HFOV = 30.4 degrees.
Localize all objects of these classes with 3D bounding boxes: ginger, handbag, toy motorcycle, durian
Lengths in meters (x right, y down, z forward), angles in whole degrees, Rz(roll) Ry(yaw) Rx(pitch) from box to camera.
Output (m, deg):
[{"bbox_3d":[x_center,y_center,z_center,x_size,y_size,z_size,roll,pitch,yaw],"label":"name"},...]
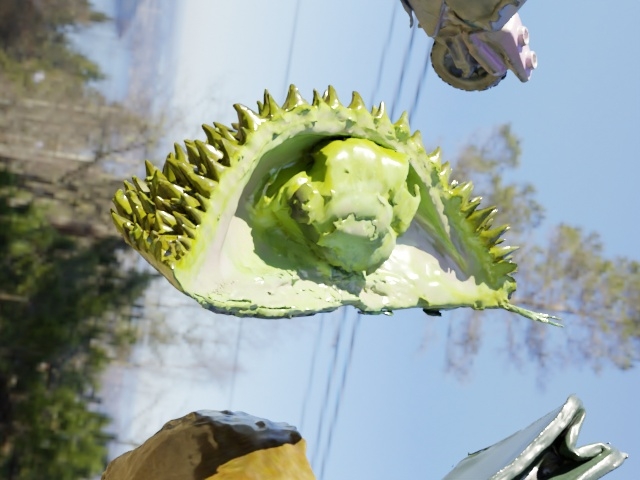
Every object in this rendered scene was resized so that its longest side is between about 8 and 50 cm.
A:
[{"bbox_3d":[-0.097,0.215,0.813,0.276,0.221,0.130,-145,-132,-59],"label":"ginger"},{"bbox_3d":[0.140,0.269,1.144,0.079,0.260,0.247,54,-32,9],"label":"handbag"},{"bbox_3d":[0.165,-0.238,1.047,0.239,0.204,0.108,47,45,-49],"label":"toy motorcycle"},{"bbox_3d":[0.002,-0.007,0.837,0.157,0.356,0.169,-35,-121,41],"label":"durian"}]
